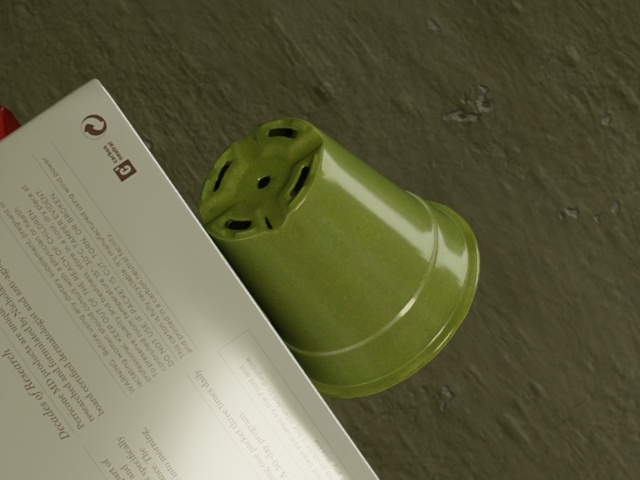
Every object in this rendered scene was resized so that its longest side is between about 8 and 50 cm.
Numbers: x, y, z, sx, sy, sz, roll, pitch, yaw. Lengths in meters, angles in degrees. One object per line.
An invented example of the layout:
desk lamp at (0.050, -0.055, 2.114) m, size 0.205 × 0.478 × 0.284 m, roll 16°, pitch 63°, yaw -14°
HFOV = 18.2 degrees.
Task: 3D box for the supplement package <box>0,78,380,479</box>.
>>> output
supplement package at (-0.105, 0.088, 0.696) m, size 0.194 × 0.203 × 0.149 m, roll 55°, pitch -8°, yaw 3°

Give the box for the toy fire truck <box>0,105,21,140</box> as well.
toy fire truck at (-0.188, 0.093, 0.995) m, size 0.302 × 0.169 × 0.254 m, roll 72°, pitch 0°, yaw -70°

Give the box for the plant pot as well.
plant pot at (0.000, 0.000, 0.691) m, size 0.079 × 0.083 × 0.083 m, roll 44°, pitch 1°, yaw -41°
